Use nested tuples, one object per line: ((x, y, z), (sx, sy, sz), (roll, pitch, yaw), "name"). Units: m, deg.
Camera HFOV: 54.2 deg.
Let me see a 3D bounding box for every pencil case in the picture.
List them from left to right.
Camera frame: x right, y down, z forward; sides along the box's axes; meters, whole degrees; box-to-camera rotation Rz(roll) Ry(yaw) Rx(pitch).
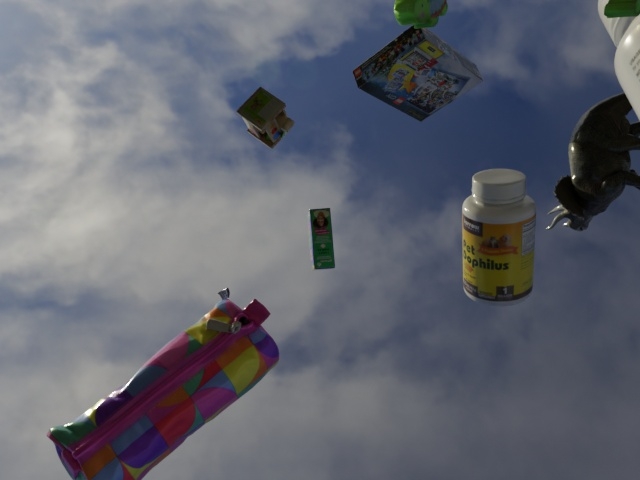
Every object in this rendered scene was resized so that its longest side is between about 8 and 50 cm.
((-0.149, 0.154, 0.631), (0.236, 0.104, 0.104), (-40, -128, -23), "pencil case")

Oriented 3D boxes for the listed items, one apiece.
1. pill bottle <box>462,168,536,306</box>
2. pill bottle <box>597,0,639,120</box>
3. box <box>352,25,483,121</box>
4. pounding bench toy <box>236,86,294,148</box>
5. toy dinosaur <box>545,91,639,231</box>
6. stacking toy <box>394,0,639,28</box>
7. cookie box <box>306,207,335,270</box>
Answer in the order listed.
((0.297, -0.006, 1.044), (0.118, 0.214, 0.117), (-6, -156, 3), "pill bottle")
((0.383, -0.150, 0.588), (0.161, 0.160, 0.282), (-19, -116, 12), "pill bottle")
((0.196, -0.325, 1.239), (0.159, 0.233, 0.044), (-30, -116, 33), "box")
((-0.068, -0.168, 0.910), (0.083, 0.065, 0.052), (38, -100, 22), "pounding bench toy")
((0.483, -0.148, 1.055), (0.161, 0.121, 0.313), (12, -72, 24), "toy dinosaur")
((0.171, -0.220, 0.440), (0.167, 0.052, 0.221), (12, -129, 41), "stacking toy")
((0.000, 0.000, 1.135), (0.040, 0.092, 0.107), (-5, -94, -5), "cookie box")
